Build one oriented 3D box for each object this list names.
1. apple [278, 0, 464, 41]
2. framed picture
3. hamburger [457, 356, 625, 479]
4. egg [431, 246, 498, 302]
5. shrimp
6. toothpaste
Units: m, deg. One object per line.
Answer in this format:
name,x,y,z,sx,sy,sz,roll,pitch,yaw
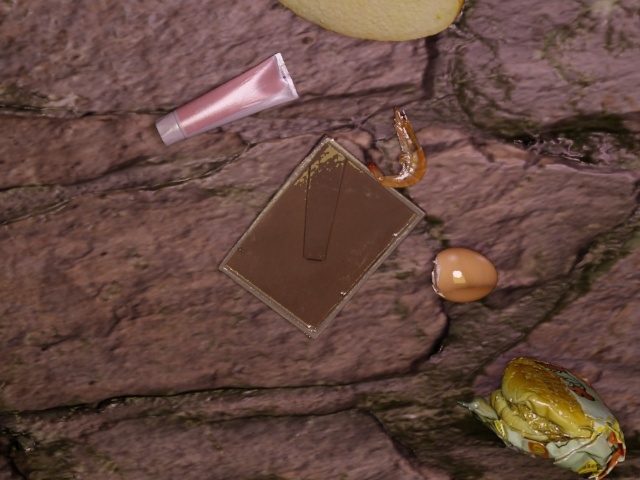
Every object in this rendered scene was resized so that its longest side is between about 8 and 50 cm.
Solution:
apple,0.034,-0.395,1.289,0.346,0.179,0.254,28,94,-7
framed picture,0.000,0.000,1.504,0.189,0.023,0.260,37,105,-11
hamburger,0.312,0.245,1.493,0.235,0.214,0.125,23,96,-2
egg,0.205,0.050,1.490,0.097,0.080,0.080,5,109,2
shrimp,0.101,-0.125,1.454,0.083,0.023,0.114,-19,106,-6
toothpaste,-0.131,-0.188,1.435,0.195,0.043,0.067,-23,105,2
